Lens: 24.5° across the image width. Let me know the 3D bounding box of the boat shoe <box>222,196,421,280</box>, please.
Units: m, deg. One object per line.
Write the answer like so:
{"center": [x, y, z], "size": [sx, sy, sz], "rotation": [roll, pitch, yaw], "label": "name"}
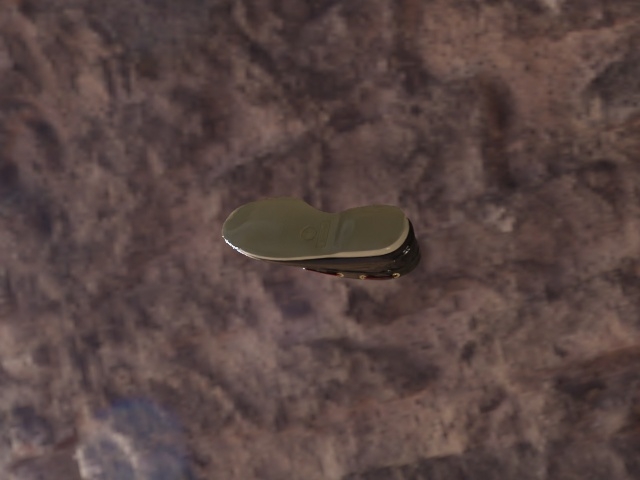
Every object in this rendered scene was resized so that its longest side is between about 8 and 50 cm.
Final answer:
{"center": [-0.001, 0.002, 0.934], "size": [0.133, 0.042, 0.049], "rotation": [3, -123, 27], "label": "boat shoe"}
